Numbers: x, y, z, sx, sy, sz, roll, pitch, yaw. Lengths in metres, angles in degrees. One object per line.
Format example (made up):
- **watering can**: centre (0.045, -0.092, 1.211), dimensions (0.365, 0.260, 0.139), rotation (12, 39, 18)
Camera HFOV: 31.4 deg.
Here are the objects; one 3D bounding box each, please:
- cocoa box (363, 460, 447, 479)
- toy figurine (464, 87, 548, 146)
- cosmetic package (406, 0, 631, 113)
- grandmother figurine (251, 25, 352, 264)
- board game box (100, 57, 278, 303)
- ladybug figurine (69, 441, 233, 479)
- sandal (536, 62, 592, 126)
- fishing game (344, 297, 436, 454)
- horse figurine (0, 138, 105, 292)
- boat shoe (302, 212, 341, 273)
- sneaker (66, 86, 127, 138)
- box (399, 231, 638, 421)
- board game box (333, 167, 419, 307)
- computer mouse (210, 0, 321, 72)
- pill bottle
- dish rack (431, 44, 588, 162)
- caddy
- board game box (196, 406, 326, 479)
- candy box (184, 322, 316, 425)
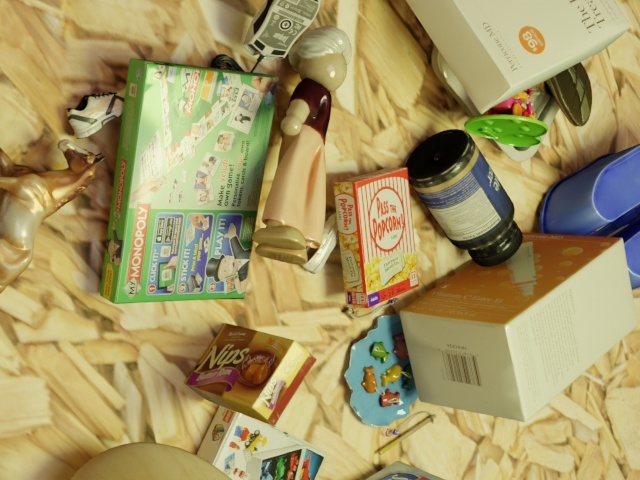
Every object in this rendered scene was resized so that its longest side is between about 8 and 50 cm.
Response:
- **cocoa box**: centre (0.094, 0.521, 1.703), dimensions (0.347, 0.228, 0.231), rotation (-19, 115, -44)
- **toy figurine**: centre (0.305, -0.245, 1.799), dimensions (0.173, 0.130, 0.159), rotation (22, 71, -60)
- **cosmetic package**: centre (0.256, -0.411, 1.717), dimensions (0.284, 0.097, 0.377), rotation (-29, 83, -30)
- **grandmother figurine**: centre (-0.020, -0.143, 1.604), dimensions (0.104, 0.208, 0.342), rotation (13, 74, -4)
- **board game box**: centre (-0.175, -0.075, 1.529), dimensions (0.213, 0.046, 0.317), rotation (1, 104, -40)
- **ladybug figurine**: centre (-0.180, 0.478, 1.483), dimensions (0.305, 0.162, 0.449), rotation (-25, 82, -7)
- **sandal**: centre (0.373, -0.280, 1.876), dimensions (0.219, 0.060, 0.090), rotation (45, 61, -18)
- **fishing game**: centre (0.115, 0.210, 1.836), dimensions (0.189, 0.041, 0.264), rotation (-22, 109, -37)
- **horse figurine**: centre (-0.394, -0.024, 1.383), dimensions (0.174, 0.066, 0.263), rotation (28, 76, -31)
- **boat shoe**: centre (0.000, 0.000, 1.719), dimensions (0.035, 0.035, 0.100), rotation (34, 82, -39)
- **sneaker**: centre (-0.279, -0.176, 1.468), dimensions (0.109, 0.040, 0.044), rotation (-40, 117, -28)
- **box**: centre (0.329, 0.129, 1.858), dimensions (0.345, 0.215, 0.168), rotation (-29, 113, -40)
- **board game box**: centre (0.087, -0.007, 1.752), dimensions (0.147, 0.045, 0.193), rotation (-19, 106, -51)
- **computer mouse**: centre (-0.068, -0.283, 1.567), dimensions (0.106, 0.042, 0.193), rotation (19, 125, -34)
- **pill bottle**: centre (0.238, -0.063, 1.841), dimensions (0.123, 0.123, 0.219), rotation (-52, 124, -21)
- **dish rack**: centre (0.320, -0.330, 1.902), dimensions (0.285, 0.072, 0.333), rotation (44, 70, -33)
- **caddy**: centre (0.548, -0.035, 2.061), dimensions (0.341, 0.179, 0.241), rotation (-28, 90, -32)
- **board game box**: centre (-0.128, 0.413, 1.660), dimensions (0.193, 0.053, 0.305), rotation (34, 75, -37)
- **candy box**: centre (-0.099, 0.180, 1.566), dimensions (0.053, 0.187, 0.109), rotation (44, 70, -31)
